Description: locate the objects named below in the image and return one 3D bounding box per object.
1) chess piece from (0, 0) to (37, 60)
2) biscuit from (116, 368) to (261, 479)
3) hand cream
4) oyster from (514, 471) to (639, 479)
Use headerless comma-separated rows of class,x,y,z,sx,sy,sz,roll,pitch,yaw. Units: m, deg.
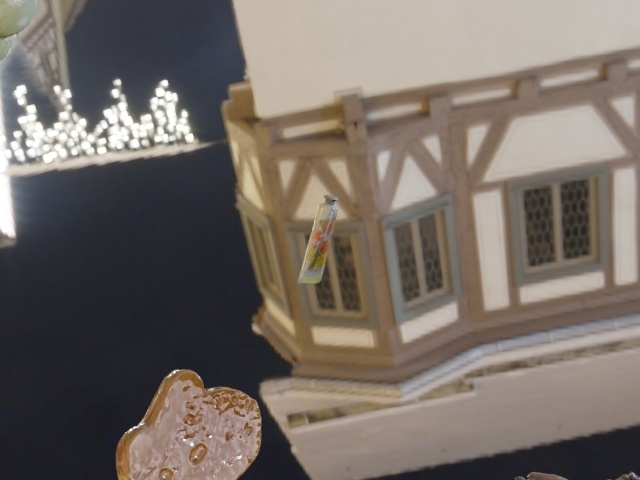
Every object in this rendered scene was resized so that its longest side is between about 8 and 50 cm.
chess piece,-0.479,-0.275,1.228,0.251,0.144,0.144,-38,-162,26
biscuit,-0.113,0.168,0.786,0.140,0.118,0.023,-13,-173,-39
hand cream,0.000,0.000,1.010,0.022,0.102,0.035,22,-168,40
oyster,0.366,0.342,0.982,0.361,0.096,0.221,13,-134,-35
